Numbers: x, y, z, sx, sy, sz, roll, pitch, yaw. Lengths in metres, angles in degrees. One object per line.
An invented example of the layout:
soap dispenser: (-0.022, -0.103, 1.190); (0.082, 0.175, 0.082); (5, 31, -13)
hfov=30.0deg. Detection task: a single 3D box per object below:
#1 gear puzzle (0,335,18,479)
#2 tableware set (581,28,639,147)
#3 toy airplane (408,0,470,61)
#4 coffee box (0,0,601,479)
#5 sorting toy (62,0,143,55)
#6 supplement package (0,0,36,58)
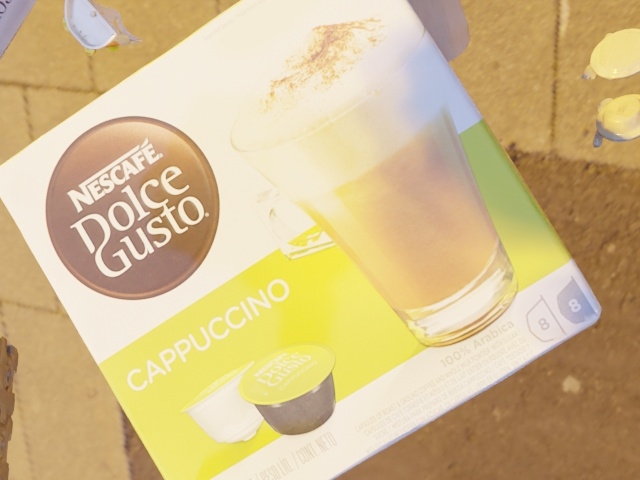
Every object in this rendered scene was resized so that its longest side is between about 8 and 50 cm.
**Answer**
gear puzzle: (-0.369, 0.154, 1.194); (0.044, 0.339, 0.175); (0, 72, 0)
tableware set: (0.316, -0.145, 1.079); (0.169, 0.141, 0.020); (-4, 142, 30)
toy airplane: (0.081, -0.378, 1.289); (0.386, 0.385, 0.272); (-63, 39, 36)
coffee box: (0.000, 0.000, 1.007); (0.338, 0.338, 0.334); (-32, 84, 9)
sorting toy: (-0.231, -0.232, 1.298); (0.083, 0.075, 0.045); (48, 120, 19)
supplement package: (-0.251, -0.086, 0.458); (0.203, 0.194, 0.149); (34, 164, -31)
